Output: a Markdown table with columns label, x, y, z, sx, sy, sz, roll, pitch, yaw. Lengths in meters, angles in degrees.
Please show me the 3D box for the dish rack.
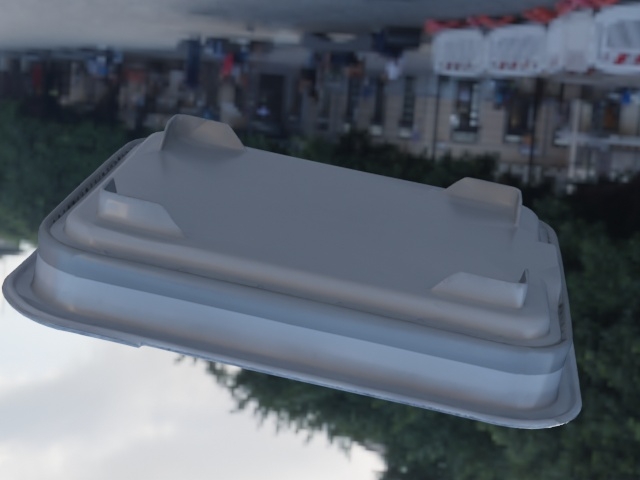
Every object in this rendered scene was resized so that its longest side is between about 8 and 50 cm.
| label | x | y | z | sx | sy | sz | roll | pitch | yaw |
| --- | --- | --- | --- | --- | --- | --- | --- | --- | --- |
| dish rack | 0.000 | 0.000 | 0.809 | 0.333 | 0.072 | 0.285 | 13 | -162 | 3 |
